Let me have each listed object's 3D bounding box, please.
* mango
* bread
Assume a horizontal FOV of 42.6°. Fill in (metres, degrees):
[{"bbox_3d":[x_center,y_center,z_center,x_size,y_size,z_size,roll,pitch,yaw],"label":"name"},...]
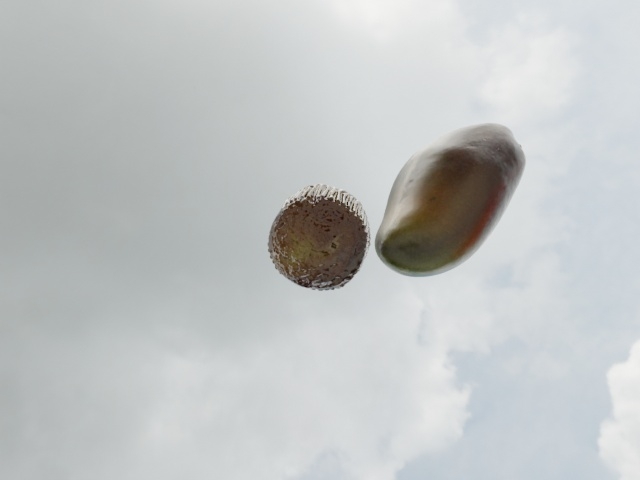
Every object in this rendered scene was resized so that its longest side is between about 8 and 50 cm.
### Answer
[{"bbox_3d":[0.146,-0.048,0.964,0.133,0.111,0.267,30,-127,16],"label":"mango"},{"bbox_3d":[0.000,0.000,0.651,0.085,0.053,0.085,4,-65,8],"label":"bread"}]
